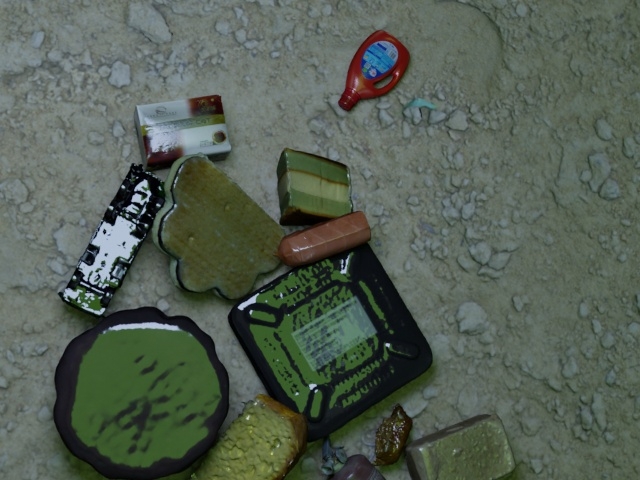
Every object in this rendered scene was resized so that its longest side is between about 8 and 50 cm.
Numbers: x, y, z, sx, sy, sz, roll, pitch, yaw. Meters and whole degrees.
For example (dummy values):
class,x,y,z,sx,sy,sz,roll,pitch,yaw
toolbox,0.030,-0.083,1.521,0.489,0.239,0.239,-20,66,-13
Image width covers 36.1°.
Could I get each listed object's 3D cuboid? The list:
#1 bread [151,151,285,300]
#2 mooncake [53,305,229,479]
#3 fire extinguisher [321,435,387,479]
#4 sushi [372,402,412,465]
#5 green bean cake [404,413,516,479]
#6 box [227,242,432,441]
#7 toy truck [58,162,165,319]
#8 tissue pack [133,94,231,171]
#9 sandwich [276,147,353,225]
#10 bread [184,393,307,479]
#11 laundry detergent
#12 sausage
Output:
class,x,y,z,sx,sy,sz,roll,pitch,yaw
bread,-0.184,-0.005,1.656,0.207,0.056,0.286,-55,128,-17
mooncake,-0.288,0.246,1.592,0.282,0.141,0.283,0,92,-9
fire extinguisher,0.088,0.449,1.692,0.105,0.105,0.269,-43,93,-16
sushi,0.122,0.347,1.734,0.060,0.061,0.118,26,54,-3
green bean cake,0.246,0.385,1.741,0.179,0.085,0.109,-20,88,-15
box,0.020,0.169,1.724,0.290,0.073,0.289,-29,87,-16
toy truck,-0.340,0.003,1.640,0.088,0.121,0.259,28,76,-9
tissue pack,-0.240,-0.186,1.703,0.148,0.099,0.106,-11,85,-15
sandwich,0.000,-0.094,1.708,0.144,0.187,0.117,-5,83,-8
bread,-0.105,0.352,1.634,0.129,0.134,0.260,42,111,11
laundry detergent,0.093,-0.306,1.831,0.097,0.049,0.165,37,78,-9
sausage,0.000,0.000,1.694,0.169,0.065,0.065,-20,87,-12
